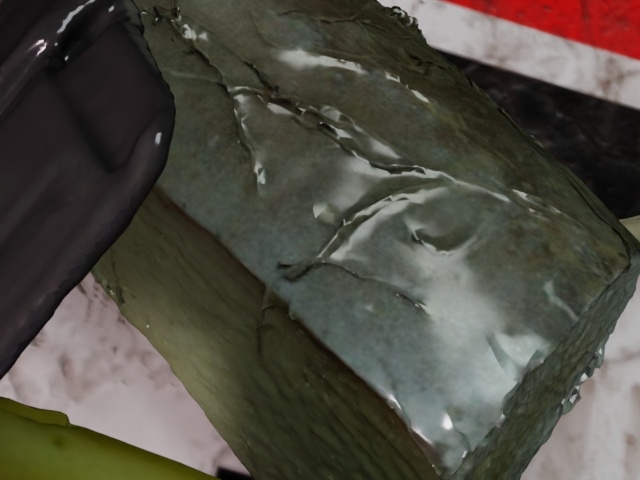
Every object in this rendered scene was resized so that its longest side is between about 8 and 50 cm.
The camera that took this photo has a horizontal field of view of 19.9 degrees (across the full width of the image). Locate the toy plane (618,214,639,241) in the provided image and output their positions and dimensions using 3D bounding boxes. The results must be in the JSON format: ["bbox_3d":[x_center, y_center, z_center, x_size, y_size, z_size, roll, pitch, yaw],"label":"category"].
[{"bbox_3d":[0.221,-0.012,0.967,0.286,0.092,0.108,-7,87,-23],"label":"toy plane"}]

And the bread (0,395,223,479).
[{"bbox_3d":[-0.017,0.230,0.658,0.377,0.208,0.251,21,48,-4],"label":"bread"}]

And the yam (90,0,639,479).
[{"bbox_3d":[0.003,-0.004,0.823,0.271,0.202,0.201,38,55,12],"label":"yam"}]

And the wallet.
[{"bbox_3d":[-0.147,0.002,0.669,0.041,0.323,0.247,41,95,-25],"label":"wallet"}]
